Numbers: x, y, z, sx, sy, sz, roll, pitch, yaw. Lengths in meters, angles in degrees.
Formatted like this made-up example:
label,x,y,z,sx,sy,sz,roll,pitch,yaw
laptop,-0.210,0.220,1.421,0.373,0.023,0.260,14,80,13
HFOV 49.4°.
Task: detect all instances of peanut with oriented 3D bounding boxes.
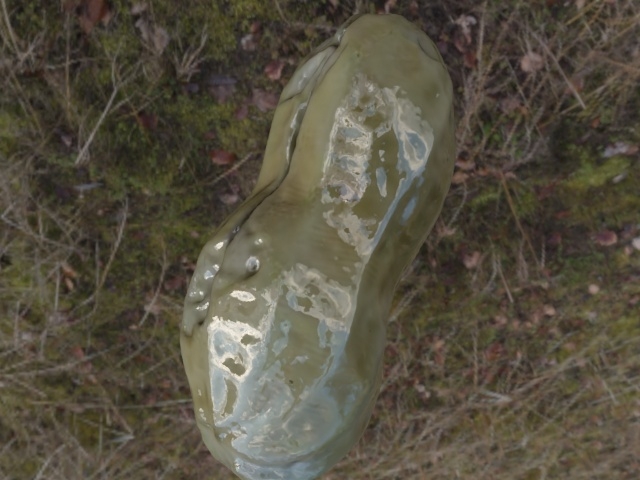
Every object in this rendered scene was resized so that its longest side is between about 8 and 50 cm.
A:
label,x,y,z,sx,sy,sz,roll,pitch,yaw
peanut,0.000,0.000,0.416,0.130,0.290,0.130,20,171,4
